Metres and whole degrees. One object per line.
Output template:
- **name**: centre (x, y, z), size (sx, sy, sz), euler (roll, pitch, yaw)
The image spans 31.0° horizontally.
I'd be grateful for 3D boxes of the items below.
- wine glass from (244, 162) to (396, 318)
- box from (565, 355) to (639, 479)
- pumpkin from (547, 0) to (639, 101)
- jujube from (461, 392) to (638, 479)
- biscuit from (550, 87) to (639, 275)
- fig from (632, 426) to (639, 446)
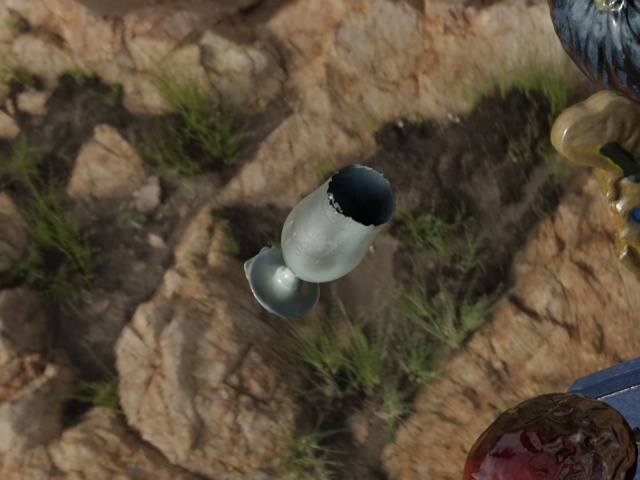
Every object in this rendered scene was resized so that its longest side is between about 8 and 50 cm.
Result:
- **wine glass**: centre (0.000, 0.000, 1.324), size (0.222, 0.103, 0.103), euler (-47, 55, 49)
- **box**: centre (0.527, 0.291, 1.664), size (0.279, 0.116, 0.261), euler (-29, 97, 44)
- **pumpkin**: centre (0.408, -0.319, 1.287), size (0.266, 0.363, 0.363), euler (-20, 65, -19)
- **jujube**: centre (0.275, 0.279, 1.381), size (0.183, 0.183, 0.243), euler (36, 45, 25)
- **biscuit**: centre (0.342, -0.056, 1.125), size (0.183, 0.320, 0.047), euler (-48, 39, 12)
- **fig**: centre (0.455, 0.332, 1.455), size (0.170, 0.145, 0.274), euler (-31, 30, 10)
